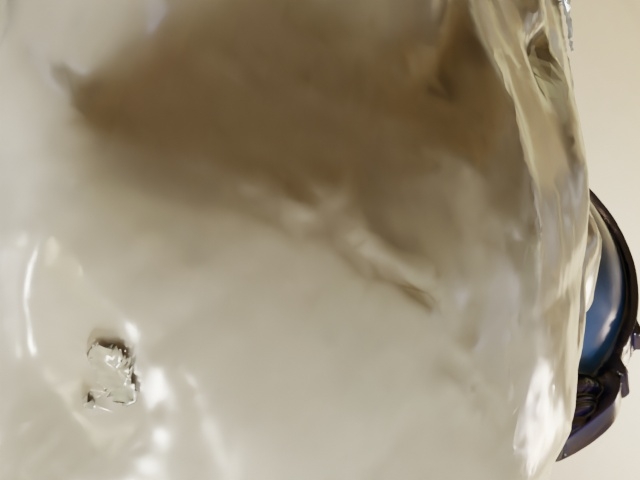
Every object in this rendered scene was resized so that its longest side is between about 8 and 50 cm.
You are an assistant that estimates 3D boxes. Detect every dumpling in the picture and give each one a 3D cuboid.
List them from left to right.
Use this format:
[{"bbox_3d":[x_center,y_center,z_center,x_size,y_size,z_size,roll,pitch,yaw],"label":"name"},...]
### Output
[{"bbox_3d":[0.003,0.001,0.466,0.341,0.181,0.260,22,-85,-33],"label":"dumpling"}]

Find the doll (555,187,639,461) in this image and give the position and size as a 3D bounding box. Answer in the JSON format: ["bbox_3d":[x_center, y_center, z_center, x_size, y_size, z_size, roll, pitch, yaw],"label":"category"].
[{"bbox_3d":[0.077,0.053,1.140,0.310,0.240,0.284,-35,-117,-12],"label":"doll"}]
